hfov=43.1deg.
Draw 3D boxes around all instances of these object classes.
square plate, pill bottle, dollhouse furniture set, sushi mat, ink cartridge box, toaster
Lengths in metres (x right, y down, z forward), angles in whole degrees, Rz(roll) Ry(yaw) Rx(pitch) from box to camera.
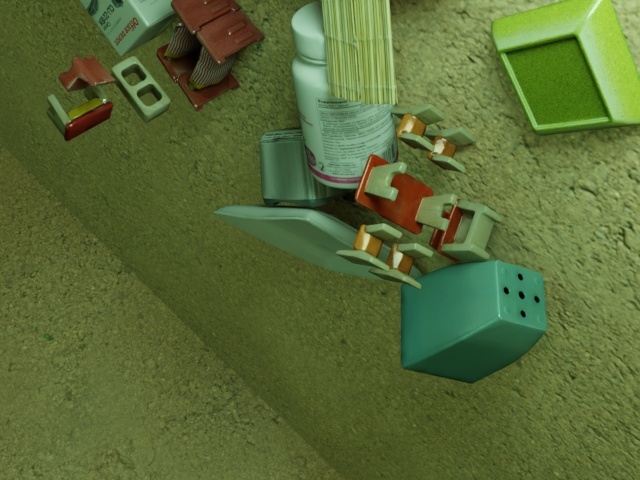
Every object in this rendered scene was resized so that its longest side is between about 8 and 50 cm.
[{"bbox_3d":[0.000,0.000,1.681,0.344,0.049,0.347,27,168,-35],"label":"square plate"},{"bbox_3d":[0.039,-0.239,1.324,0.160,0.160,0.283,28,143,35],"label":"pill bottle"},{"bbox_3d":[0.160,-0.052,1.323,0.259,0.262,0.135,27,169,-34],"label":"dollhouse furniture set"},{"bbox_3d":[0.044,-0.342,1.095,0.151,0.019,0.316,23,126,49],"label":"sushi mat"},{"bbox_3d":[-0.422,-0.541,1.660,0.273,0.114,0.197,54,152,-13],"label":"ink cartridge box"},{"bbox_3d":[-0.313,-0.309,1.526,0.152,0.374,0.201,52,155,3],"label":"dollhouse furniture set"},{"bbox_3d":[-0.024,-0.144,1.548,0.227,0.129,0.146,6,107,50],"label":"toaster"}]

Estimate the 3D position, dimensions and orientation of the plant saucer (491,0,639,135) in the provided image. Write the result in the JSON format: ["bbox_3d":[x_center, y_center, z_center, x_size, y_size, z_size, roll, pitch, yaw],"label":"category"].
[{"bbox_3d":[0.320,-0.216,1.073,0.188,0.045,0.188,2,128,55],"label":"plant saucer"}]

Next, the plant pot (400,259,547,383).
[{"bbox_3d":[0.274,0.133,1.418,0.165,0.166,0.234,16,152,-25],"label":"plant pot"}]
